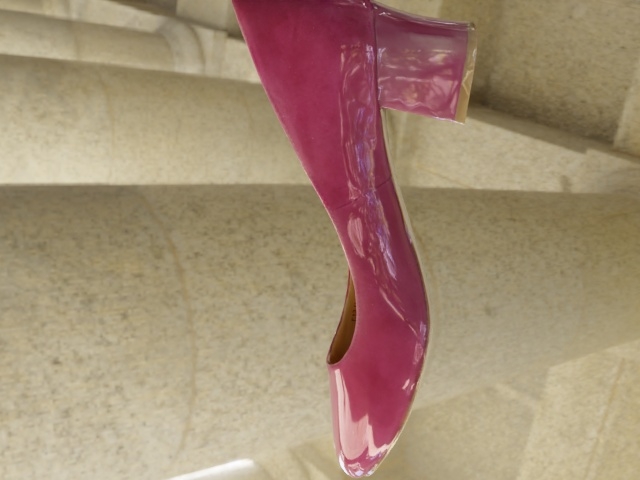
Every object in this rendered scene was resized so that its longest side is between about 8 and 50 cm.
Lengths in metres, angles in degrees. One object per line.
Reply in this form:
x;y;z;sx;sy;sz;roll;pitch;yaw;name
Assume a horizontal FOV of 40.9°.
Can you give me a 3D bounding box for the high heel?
0.000;0.000;0.426;0.082;0.117;0.244;-106;-155;-72;high heel
